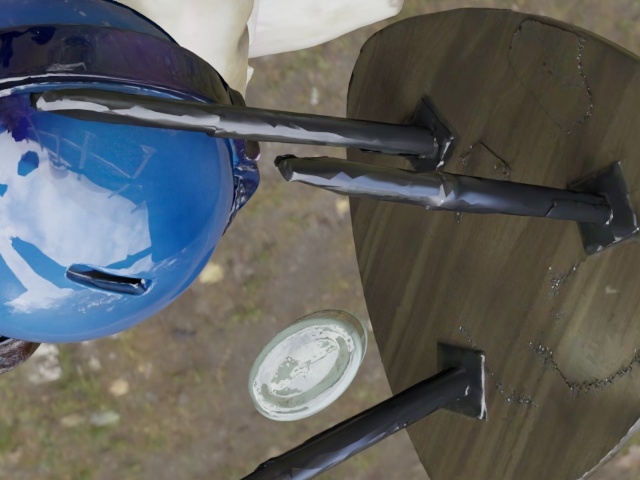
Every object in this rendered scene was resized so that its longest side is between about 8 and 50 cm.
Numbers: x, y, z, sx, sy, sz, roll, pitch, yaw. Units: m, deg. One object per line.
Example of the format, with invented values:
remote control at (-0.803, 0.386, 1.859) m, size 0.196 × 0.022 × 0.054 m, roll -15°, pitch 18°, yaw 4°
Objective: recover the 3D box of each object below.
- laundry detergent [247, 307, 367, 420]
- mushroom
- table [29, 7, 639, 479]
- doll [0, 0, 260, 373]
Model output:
laundry detergent at (-0.004, 0.097, 1.221) m, size 0.099 × 0.070 × 0.225 m, roll -45°, pitch 177°, yaw 4°
mushroom at (-0.149, -0.223, 1.259) m, size 0.353 × 0.325 × 0.353 m, roll -34°, pitch 140°, yaw -34°
table at (0.000, 0.000, 0.782) m, size 0.249 × 0.317 × 0.317 m, roll -5°, pitch 130°, yaw -36°
doll at (-0.194, -0.033, 0.925) m, size 0.284 × 0.240 × 0.310 m, roll 12°, pitch 141°, yaw -43°
